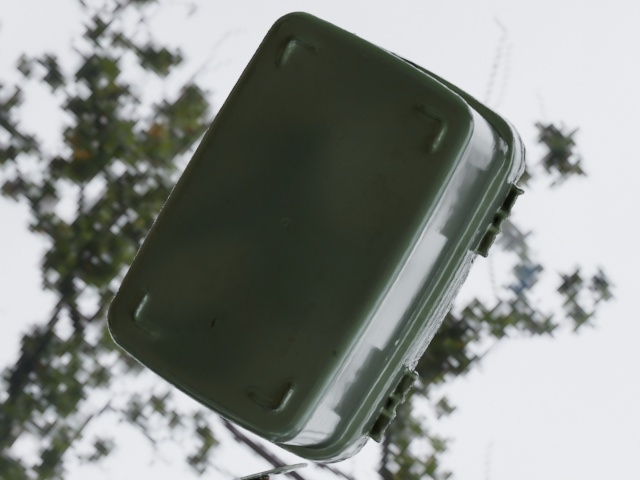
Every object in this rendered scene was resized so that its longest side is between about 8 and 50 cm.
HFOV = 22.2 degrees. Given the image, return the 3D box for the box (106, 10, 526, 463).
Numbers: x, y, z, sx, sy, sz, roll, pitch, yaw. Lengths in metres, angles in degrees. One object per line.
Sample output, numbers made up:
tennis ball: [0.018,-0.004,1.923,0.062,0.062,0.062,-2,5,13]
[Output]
box: [0.000,0.000,0.823,0.148,0.129,0.210,30,-89,17]

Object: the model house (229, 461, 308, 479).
model house: [-0.083,0.217,1.129,0.167,0.117,0.088,-22,-101,40]
